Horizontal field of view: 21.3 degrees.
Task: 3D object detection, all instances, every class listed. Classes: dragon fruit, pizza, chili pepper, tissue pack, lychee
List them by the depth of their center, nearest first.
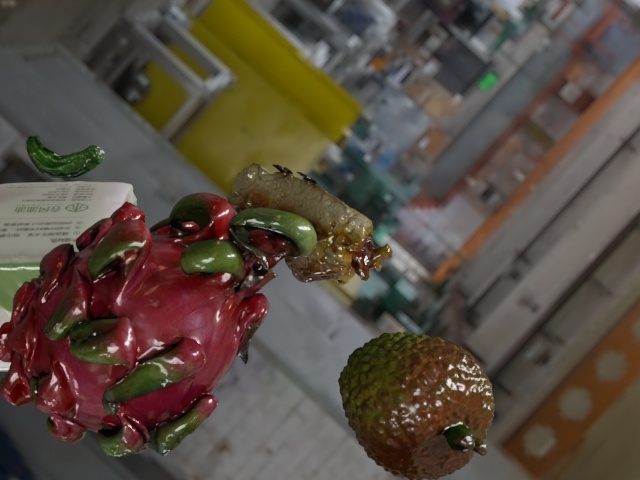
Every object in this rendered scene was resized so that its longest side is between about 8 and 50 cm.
[{"bbox_3d":[0.074,0.126,1.298,0.114,0.146,0.114,-20,125,-32],"label":"lychee"},{"bbox_3d":[-0.144,0.053,1.408,0.273,0.198,0.218,-57,169,6],"label":"dragon fruit"},{"bbox_3d":[-0.002,0.000,1.464,0.069,0.154,0.194,-52,-167,-7],"label":"pizza"},{"bbox_3d":[-0.334,-0.103,2.201,0.055,0.118,0.035,-65,149,-25],"label":"chili pepper"},{"bbox_3d":[-0.424,0.047,2.214,0.266,0.356,0.194,-84,173,-66],"label":"tissue pack"}]
